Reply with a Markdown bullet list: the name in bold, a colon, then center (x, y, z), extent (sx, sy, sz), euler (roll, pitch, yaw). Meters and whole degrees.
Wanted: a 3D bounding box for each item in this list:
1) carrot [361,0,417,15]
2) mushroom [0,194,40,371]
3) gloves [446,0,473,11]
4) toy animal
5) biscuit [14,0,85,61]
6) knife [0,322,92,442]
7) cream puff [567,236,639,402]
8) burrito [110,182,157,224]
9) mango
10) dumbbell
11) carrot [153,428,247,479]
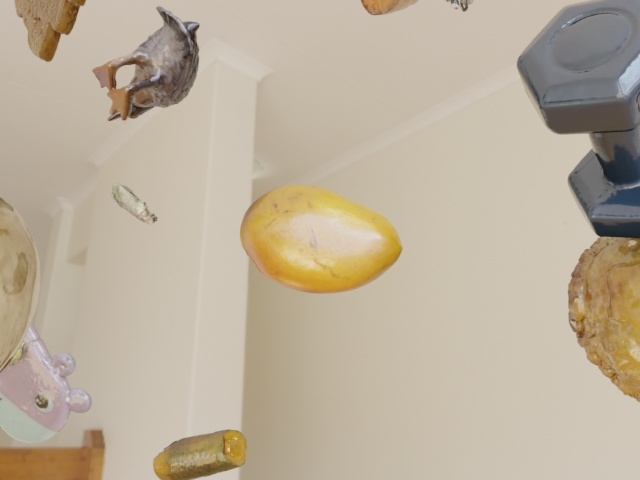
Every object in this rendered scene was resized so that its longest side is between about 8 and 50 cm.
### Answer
- **carrot**: center (0.127, -0.406, 0.897), extent (0.072, 0.072, 0.205), euler (-12, 15, 30)
- **mushroom**: center (-0.288, 0.037, 0.300), extent (0.255, 0.255, 0.184), euler (-16, -68, 36)
- **gloves**: center (0.409, -0.774, 1.615), extent (0.127, 0.111, 0.212), euler (-24, -20, 22)
- **toy animal**: center (-0.312, -0.310, 1.022), extent (0.298, 0.122, 0.185), euler (-38, -4, 37)
- **biscuit**: center (-0.507, -0.500, 1.060), extent (0.301, 0.278, 0.043), euler (-2, 2, 39)
- **knife**: center (-0.391, 0.047, 0.617), extent (0.132, 0.399, 0.038), euler (-25, 4, 12)
- **cream puff**: center (0.538, 0.087, 0.831), extent (0.327, 0.343, 0.231), euler (22, -14, -7)
- **burrito**: center (-0.395, -0.078, 1.149), extent (0.171, 0.042, 0.051), euler (32, -33, 45)
- **mango**: center (0.000, 0.000, 0.740), extent (0.219, 0.145, 0.112), euler (10, -4, 12)
- **dumbbell**: center (0.354, -0.128, 0.656), extent (0.160, 0.144, 0.325), euler (2, -25, 39)
- **carrot**: center (-0.233, 0.414, 1.055), extent (0.173, 0.082, 0.082), euler (-19, -24, 10)
